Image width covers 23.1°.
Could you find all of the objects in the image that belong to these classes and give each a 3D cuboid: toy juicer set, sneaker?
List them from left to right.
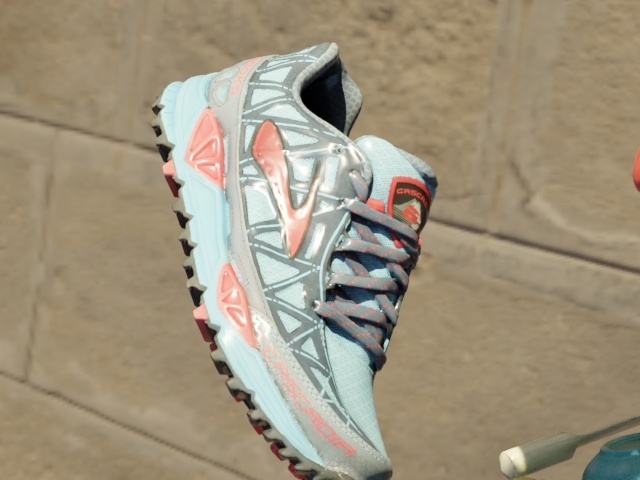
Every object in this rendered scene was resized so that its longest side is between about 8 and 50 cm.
[{"bbox_3d":[0.000,0.000,0.755,0.125,0.104,0.262,-24,56,8],"label":"sneaker"},{"bbox_3d":[0.259,0.232,1.422,0.209,0.329,0.089,-14,94,-4],"label":"toy juicer set"}]

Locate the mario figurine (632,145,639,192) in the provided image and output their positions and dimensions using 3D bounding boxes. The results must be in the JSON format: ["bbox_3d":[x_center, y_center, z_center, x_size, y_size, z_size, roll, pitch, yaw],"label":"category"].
[{"bbox_3d":[0.568,-0.109,2.042,0.320,0.170,0.198,-17,123,9],"label":"mario figurine"}]
